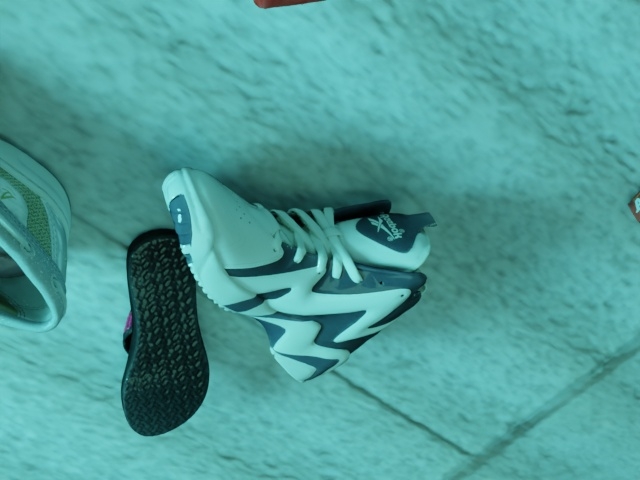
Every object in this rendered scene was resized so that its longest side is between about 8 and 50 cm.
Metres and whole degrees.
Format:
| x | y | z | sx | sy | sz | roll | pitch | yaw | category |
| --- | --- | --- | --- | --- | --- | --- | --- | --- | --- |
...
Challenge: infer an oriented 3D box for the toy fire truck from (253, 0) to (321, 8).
| x | y | z | sx | sy | sz | roll | pitch | yaw | category |
| --- | --- | --- | --- | --- | --- | --- | --- | --- | --- |
| -0.098 | -0.179 | 0.732 | 0.192 | 0.135 | 0.047 | -4 | 131 | -13 | toy fire truck |

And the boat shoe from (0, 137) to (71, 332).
| x | y | z | sx | sy | sz | roll | pitch | yaw | category |
| --- | --- | --- | --- | --- | --- | --- | --- | --- | --- |
| -0.287 | -0.043 | 0.819 | 0.118 | 0.103 | 0.320 | -40 | 129 | 19 | boat shoe |

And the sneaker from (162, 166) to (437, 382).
| x | y | z | sx | sy | sz | roll | pitch | yaw | category |
| --- | --- | --- | --- | --- | --- | --- | --- | --- | --- |
| 0.000 | 0.000 | 0.947 | 0.153 | 0.094 | 0.235 | -29 | 132 | 8 | sneaker |

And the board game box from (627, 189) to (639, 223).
| x | y | z | sx | sy | sz | roll | pitch | yaw | category |
| --- | --- | --- | --- | --- | --- | --- | --- | --- | --- |
| 0.396 | -0.035 | 1.073 | 0.281 | 0.027 | 0.145 | 18 | 125 | -28 | board game box |

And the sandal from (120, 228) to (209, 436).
| x | y | z | sx | sy | sz | roll | pitch | yaw | category |
| --- | --- | --- | --- | --- | --- | --- | --- | --- | --- |
| -0.120 | 0.068 | 1.015 | 0.067 | 0.040 | 0.179 | -6 | 117 | -18 | sandal |
